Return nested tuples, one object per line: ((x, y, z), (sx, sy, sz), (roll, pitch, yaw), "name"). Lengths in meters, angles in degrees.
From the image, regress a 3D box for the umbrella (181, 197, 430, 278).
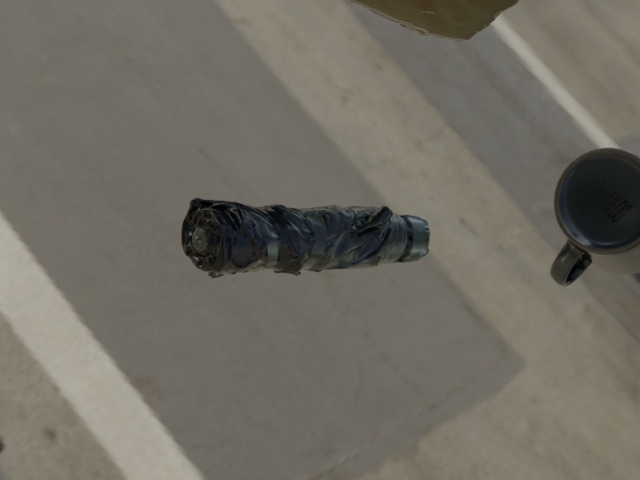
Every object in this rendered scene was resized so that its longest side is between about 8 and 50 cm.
((0.000, 0.000, 0.804), (0.188, 0.050, 0.046), (2, 84, -45), "umbrella")

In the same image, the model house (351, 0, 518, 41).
((0.029, -0.361, 0.779), (0.382, 0.342, 0.335), (19, 75, -16), "model house")

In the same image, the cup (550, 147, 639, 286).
((0.183, -0.011, 0.859), (0.078, 0.100, 0.077), (42, 10, 21), "cup")
